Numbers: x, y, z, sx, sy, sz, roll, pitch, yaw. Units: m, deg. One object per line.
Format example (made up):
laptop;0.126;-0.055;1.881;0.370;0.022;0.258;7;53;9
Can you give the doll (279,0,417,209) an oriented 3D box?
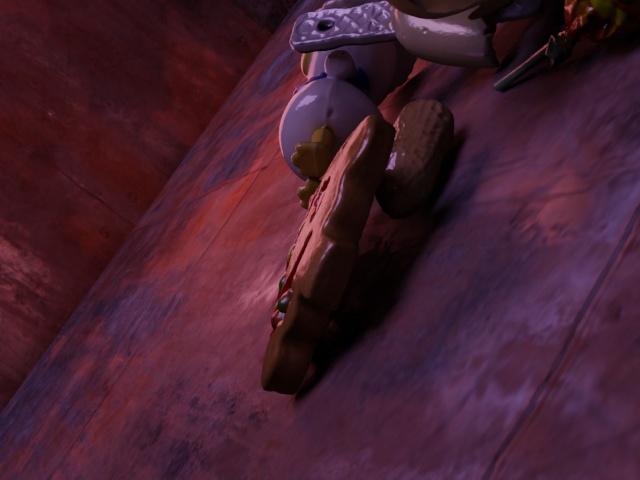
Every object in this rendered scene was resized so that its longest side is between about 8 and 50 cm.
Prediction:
doll;0.022;-0.141;1.056;0.293;0.119;0.138;-71;-15;-48

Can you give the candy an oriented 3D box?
candy;0.161;-0.138;0.754;0.060;0.060;0.201;-57;6;-19

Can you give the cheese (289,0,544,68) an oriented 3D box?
cheese;0.082;-0.194;0.942;0.235;0.050;0.127;-1;58;26

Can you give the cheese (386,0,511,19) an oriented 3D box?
cheese;0.164;-0.273;0.794;0.259;0.128;0.316;-21;16;26

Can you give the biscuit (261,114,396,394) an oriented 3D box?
biscuit;0.000;0.000;0.839;0.239;0.041;0.212;-98;26;-79

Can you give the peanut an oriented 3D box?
peanut;0.071;-0.063;0.841;0.054;0.054;0.113;-36;24;51
